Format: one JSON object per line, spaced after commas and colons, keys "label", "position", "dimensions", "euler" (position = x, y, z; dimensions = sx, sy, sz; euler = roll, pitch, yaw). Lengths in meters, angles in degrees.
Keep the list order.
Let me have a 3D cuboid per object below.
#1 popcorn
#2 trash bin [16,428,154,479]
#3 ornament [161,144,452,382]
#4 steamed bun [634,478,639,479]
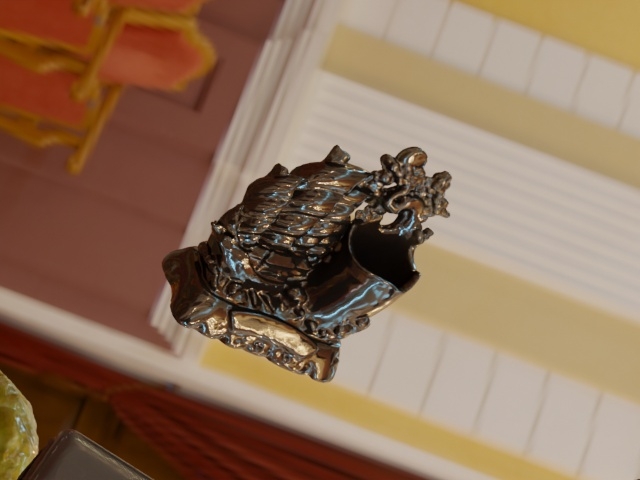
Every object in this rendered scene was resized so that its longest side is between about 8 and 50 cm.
{"label": "popcorn", "position": [-0.406, 0.220, 1.603], "dimensions": [0.204, 0.221, 0.184], "euler": [-33, 151, -25]}
{"label": "trash bin", "position": [-0.145, 0.306, 1.185], "dimensions": [0.209, 0.290, 0.182], "euler": [-57, -174, -33]}
{"label": "ornament", "position": [0.000, 0.000, 1.511], "dimensions": [0.260, 0.251, 0.106], "euler": [-51, -142, 22]}
{"label": "steamed bun", "position": [0.404, 0.333, 1.642], "dimensions": [0.183, 0.182, 0.106], "euler": [110, -6, -51]}
